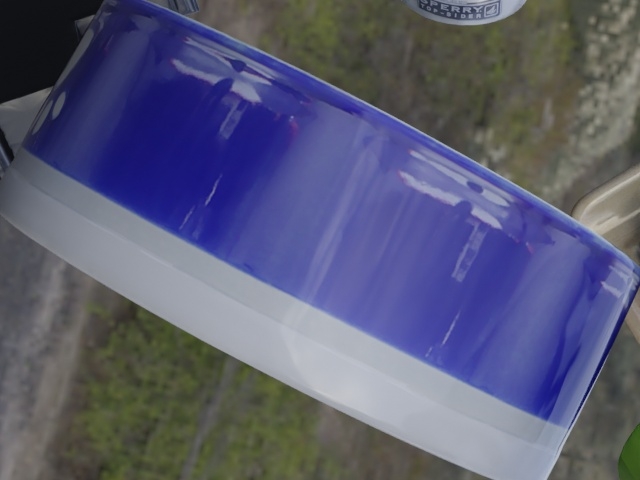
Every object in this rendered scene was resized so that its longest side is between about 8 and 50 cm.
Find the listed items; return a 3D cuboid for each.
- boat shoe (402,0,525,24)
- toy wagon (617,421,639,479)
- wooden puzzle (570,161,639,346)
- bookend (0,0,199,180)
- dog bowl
[{"bbox_3d":[0.081,-0.227,0.844,0.088,0.096,0.267,89,13,-48],"label":"boat shoe"},{"bbox_3d":[0.285,0.125,0.589,0.267,0.344,0.068,53,-30,41],"label":"toy wagon"},{"bbox_3d":[0.416,0.042,1.295,0.348,0.322,0.080,60,7,6],"label":"wooden puzzle"},{"bbox_3d":[-0.154,-0.121,1.110,0.156,0.157,0.072,-110,-179,-48],"label":"bookend"},{"bbox_3d":[0.000,0.000,0.710,0.104,0.265,0.265,-63,169,-1],"label":"dog bowl"}]
